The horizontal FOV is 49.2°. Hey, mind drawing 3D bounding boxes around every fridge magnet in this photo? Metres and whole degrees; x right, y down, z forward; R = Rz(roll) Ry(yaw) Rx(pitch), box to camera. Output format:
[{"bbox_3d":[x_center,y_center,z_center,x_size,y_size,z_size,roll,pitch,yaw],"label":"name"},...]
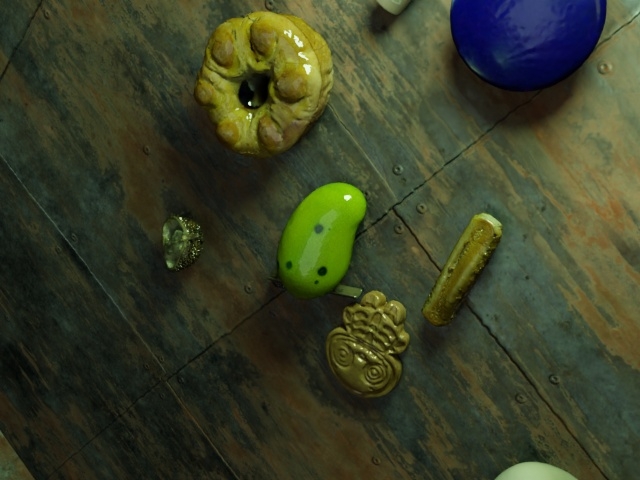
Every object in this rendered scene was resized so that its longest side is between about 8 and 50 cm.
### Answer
[{"bbox_3d":[0.353,-0.391,1.206,0.265,0.113,0.265,12,115,27],"label":"fridge magnet"}]

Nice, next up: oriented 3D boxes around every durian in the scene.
[{"bbox_3d":[-0.343,0.005,1.801,0.188,0.091,0.148,-24,71,56],"label":"durian"}]

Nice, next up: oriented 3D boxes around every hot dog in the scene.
[{"bbox_3d":[0.296,0.067,1.454,0.083,0.068,0.289,51,134,33],"label":"hot dog"}]

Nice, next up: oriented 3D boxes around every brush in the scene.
[{"bbox_3d":[-0.014,0.112,1.678,0.248,0.043,0.036,10,130,27],"label":"brush"}]

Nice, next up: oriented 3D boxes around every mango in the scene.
[{"bbox_3d":[0.000,0.000,1.568,0.175,0.143,0.293,34,113,17],"label":"mango"}]

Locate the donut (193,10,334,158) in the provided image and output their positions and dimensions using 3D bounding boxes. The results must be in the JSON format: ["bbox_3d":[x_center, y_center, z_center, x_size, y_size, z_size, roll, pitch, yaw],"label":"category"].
[{"bbox_3d":[-0.119,-0.330,1.499,0.317,0.150,0.299,-8,105,33],"label":"donut"}]

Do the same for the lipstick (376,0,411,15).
[{"bbox_3d":[0.199,-0.530,1.272,0.070,0.070,0.254,49,126,6],"label":"lipstick"}]

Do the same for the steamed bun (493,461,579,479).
[{"bbox_3d":[0.428,0.618,1.434,0.206,0.324,0.324,18,120,-3],"label":"steamed bun"}]

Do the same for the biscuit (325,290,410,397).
[{"bbox_3d":[0.113,0.252,1.656,0.202,0.044,0.288,33,125,17],"label":"biscuit"}]
